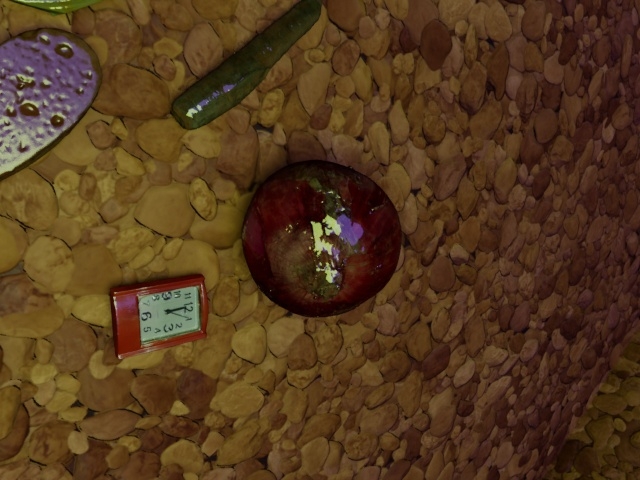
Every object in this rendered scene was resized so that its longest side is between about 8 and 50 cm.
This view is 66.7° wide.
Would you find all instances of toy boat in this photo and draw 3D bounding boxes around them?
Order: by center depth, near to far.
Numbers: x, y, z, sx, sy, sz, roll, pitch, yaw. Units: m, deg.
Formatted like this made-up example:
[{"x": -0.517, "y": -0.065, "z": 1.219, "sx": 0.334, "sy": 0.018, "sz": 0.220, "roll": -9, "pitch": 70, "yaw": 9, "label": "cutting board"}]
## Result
[{"x": -0.331, "y": -0.342, "z": 0.642, "sx": 0.172, "sy": 0.065, "sz": 0.066, "roll": -40, "pitch": 133, "yaw": -27, "label": "toy boat"}]

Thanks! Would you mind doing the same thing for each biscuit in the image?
[{"x": -0.449, "y": -0.219, "z": 0.608, "sx": 0.277, "sy": 0.052, "sz": 0.262, "roll": 47, "pitch": 71, "yaw": -31, "label": "biscuit"}]

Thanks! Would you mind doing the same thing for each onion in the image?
[{"x": 0.000, "y": 0.000, "z": 0.823, "sx": 0.276, "sy": 0.276, "sz": 0.276, "roll": -8, "pitch": 106, "yaw": -31, "label": "onion"}]

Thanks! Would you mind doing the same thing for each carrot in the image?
[{"x": -0.103, "y": -0.298, "z": 0.799, "sx": 0.342, "sy": 0.070, "sz": 0.070, "roll": -46, "pitch": 121, "yaw": -17, "label": "carrot"}]

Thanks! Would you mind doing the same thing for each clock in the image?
[{"x": -0.263, "y": 0.117, "z": 0.802, "sx": 0.155, "sy": 0.061, "sz": 0.113, "roll": -7, "pitch": 105, "yaw": -34, "label": "clock"}]
